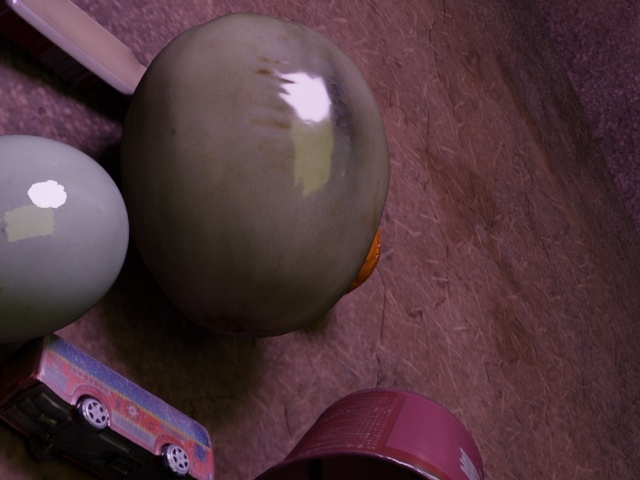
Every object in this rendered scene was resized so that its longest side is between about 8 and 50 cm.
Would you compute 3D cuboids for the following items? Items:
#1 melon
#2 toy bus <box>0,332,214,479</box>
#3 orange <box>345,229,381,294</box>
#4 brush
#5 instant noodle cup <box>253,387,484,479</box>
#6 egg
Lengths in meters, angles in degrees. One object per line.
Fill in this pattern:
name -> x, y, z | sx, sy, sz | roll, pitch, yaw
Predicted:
melon -> -0.059, -0.065, 0.963 | 0.271, 0.271, 0.308 | -4, 79, -58
toy bus -> -0.165, 0.147, 0.820 | 0.192, 0.065, 0.077 | 40, 30, -35
orange -> -0.002, 0.000, 1.135 | 0.135, 0.117, 0.136 | 29, 37, -25
brush -> -0.200, -0.158, 1.024 | 0.321, 0.050, 0.060 | 36, 37, -51
instant noodle cup -> 0.051, 0.249, 0.930 | 0.235, 0.234, 0.178 | 58, 22, -9
egg -> -0.226, -0.001, 0.753 | 0.192, 0.149, 0.149 | -23, 87, -53
